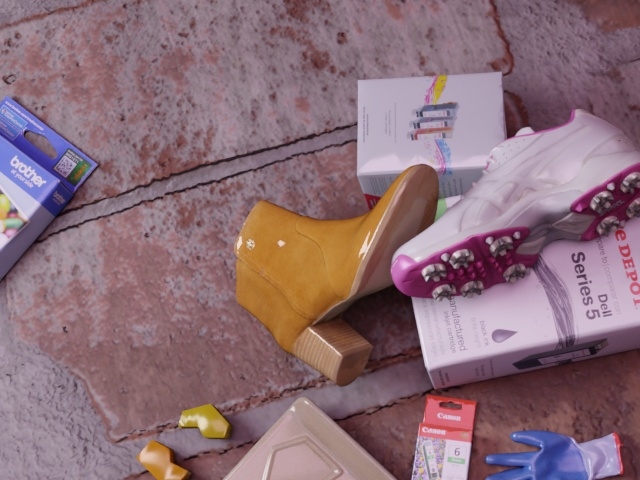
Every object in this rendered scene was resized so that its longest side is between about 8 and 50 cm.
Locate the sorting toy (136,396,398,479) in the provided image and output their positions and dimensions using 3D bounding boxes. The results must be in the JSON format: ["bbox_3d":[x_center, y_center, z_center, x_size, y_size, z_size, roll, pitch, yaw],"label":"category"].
[{"bbox_3d":[-0.054,0.299,1.332,0.307,0.041,0.229,40,86,20],"label":"sorting toy"}]

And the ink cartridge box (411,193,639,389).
[{"bbox_3d":[0.240,0.041,1.326,0.273,0.115,0.198,-13,69,6],"label":"ink cartridge box"}]

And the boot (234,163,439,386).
[{"bbox_3d":[0.000,0.001,1.316,0.211,0.104,0.295,39,119,33],"label":"boot"}]

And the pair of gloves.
[{"bbox_3d":[0.271,0.303,1.278,0.159,0.023,0.198,-11,69,6],"label":"pair of gloves"}]

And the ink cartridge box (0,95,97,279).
[{"bbox_3d":[-0.461,-0.039,1.510,0.186,0.065,0.311,36,79,19],"label":"ink cartridge box"}]

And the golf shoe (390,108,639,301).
[{"bbox_3d":[0.205,-0.039,1.252,0.306,0.115,0.140,-23,56,-6],"label":"golf shoe"}]

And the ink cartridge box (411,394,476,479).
[{"bbox_3d":[0.142,0.234,1.321,0.063,0.029,0.115,6,72,12],"label":"ink cartridge box"}]

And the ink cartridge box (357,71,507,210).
[{"bbox_3d":[0.138,-0.117,1.394,0.176,0.128,0.127,-1,70,9],"label":"ink cartridge box"}]
